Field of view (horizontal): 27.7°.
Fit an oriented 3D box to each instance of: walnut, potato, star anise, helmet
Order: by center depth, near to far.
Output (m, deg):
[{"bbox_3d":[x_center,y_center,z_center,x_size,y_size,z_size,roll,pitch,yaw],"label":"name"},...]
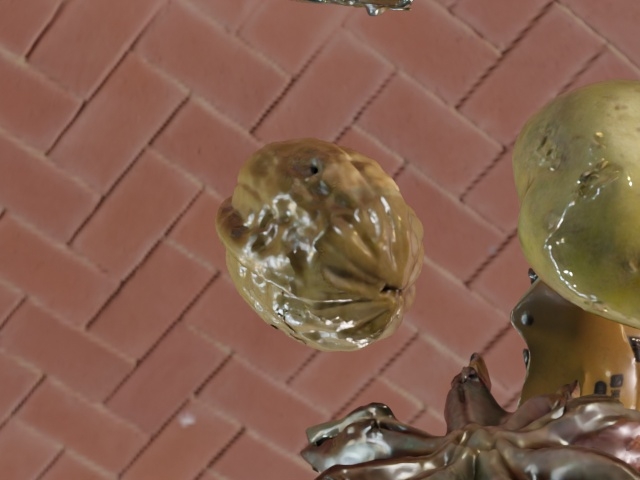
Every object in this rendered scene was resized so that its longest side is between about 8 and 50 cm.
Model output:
[{"bbox_3d":[0.098,0.141,0.742,0.288,0.288,0.088,-10,114,1],"label":"star anise"},{"bbox_3d":[0.280,-0.009,0.956,0.296,0.191,0.141,16,147,5],"label":"potato"},{"bbox_3d":[0.259,0.112,1.174,0.130,0.198,0.224,2,111,30],"label":"helmet"},{"bbox_3d":[0.000,0.000,1.295,0.198,0.245,0.198,-18,126,-27],"label":"walnut"}]

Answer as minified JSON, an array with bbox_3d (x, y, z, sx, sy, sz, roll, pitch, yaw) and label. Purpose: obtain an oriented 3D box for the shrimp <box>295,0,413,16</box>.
[{"bbox_3d":[-0.032,-0.243,1.052,0.251,0.052,0.143,20,156,27],"label":"shrimp"}]
